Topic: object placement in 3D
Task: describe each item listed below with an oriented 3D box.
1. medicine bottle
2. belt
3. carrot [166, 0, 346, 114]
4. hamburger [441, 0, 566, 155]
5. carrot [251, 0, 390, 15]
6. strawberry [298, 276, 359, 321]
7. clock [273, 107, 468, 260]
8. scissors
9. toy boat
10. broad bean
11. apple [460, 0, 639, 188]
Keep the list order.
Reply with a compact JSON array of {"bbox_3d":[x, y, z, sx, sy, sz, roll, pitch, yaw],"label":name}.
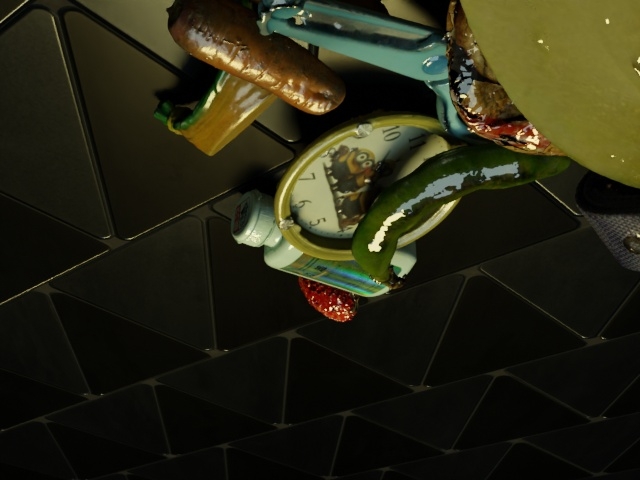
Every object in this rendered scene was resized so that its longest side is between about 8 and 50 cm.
[{"bbox_3d":[0.000,0.000,1.197,0.228,0.083,0.121,20,144,-27],"label":"medicine bottle"},{"bbox_3d":[0.390,-0.055,1.010,0.126,0.140,0.230,45,145,-24],"label":"belt"},{"bbox_3d":[-0.051,-0.167,0.844,0.186,0.060,0.060,23,144,-31],"label":"carrot"},{"bbox_3d":[0.202,-0.181,0.794,0.231,0.107,0.231,-4,122,-7],"label":"hamburger"},{"bbox_3d":[-0.066,-0.235,0.811,0.314,0.066,0.066,17,147,-28],"label":"carrot"},{"bbox_3d":[0.015,0.067,1.326,0.096,0.083,0.083,27,154,14],"label":"strawberry"},{"bbox_3d":[0.055,-0.069,1.068,0.237,0.057,0.237,-12,141,-10],"label":"clock"},{"bbox_3d":[0.109,-0.169,0.889,0.393,0.032,0.180,9,146,-32],"label":"scissors"},{"bbox_3d":[-0.094,-0.158,0.944,0.088,0.089,0.229,51,138,-3],"label":"toy boat"},{"bbox_3d":[0.132,-0.037,1.047,0.144,0.049,0.292,19,135,-37],"label":"broad bean"},{"bbox_3d":[0.259,-0.132,0.586,0.311,0.320,0.360,-14,154,4],"label":"apple"}]
